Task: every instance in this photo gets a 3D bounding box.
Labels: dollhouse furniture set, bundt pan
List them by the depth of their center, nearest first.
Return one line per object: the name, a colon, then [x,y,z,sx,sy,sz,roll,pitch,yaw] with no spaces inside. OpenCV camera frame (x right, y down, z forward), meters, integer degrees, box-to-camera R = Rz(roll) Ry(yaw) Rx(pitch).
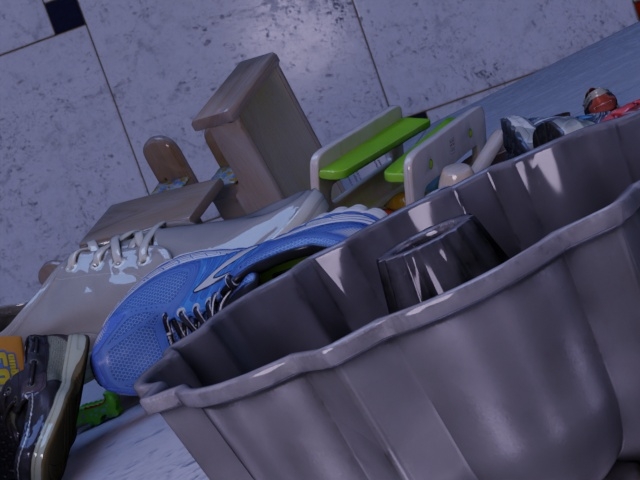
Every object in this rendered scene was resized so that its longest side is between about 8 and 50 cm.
bundt pan: [0.078,0.052,0.653,0.331,0.124,0.331,-26,7,3]
dollhouse furniture set: [-0.201,-0.082,1.910,0.394,0.256,0.362,-12,29,32]

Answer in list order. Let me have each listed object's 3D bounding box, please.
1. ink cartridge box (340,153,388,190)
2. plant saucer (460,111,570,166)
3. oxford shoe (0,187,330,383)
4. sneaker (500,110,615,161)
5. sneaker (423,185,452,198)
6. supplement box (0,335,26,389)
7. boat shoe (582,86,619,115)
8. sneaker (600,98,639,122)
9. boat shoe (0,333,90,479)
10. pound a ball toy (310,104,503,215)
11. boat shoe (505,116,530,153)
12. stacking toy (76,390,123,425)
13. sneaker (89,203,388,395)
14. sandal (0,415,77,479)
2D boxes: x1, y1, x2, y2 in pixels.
ink cartridge box: [0.003,-0.092,2.200,0.273,0.114,0.197,-25,7,12]
plant saucer: [0.273,-0.129,1.779,0.168,0.029,0.168,-27,5,3]
oxford shoe: [-0.198,0.047,1.387,0.449,0.130,0.169,-27,7,16]
sneaker: [0.244,-0.066,1.172,0.122,0.110,0.283,-9,7,-5]
sneaker: [0.144,-0.003,1.094,0.121,0.079,0.217,-21,16,23]
supplement box: [-0.371,0.178,1.342,0.080,0.078,0.233,-2,-25,-28]
boat shoe: [0.383,-0.191,1.775,0.049,0.043,0.137,-27,5,11]
sneaker: [0.203,-0.026,0.901,0.276,0.097,0.135,-30,6,-14]
boat shoe: [-0.262,0.154,1.190,0.073,0.080,0.223,7,25,-4]
pound a ball toy: [0.129,-0.062,1.512,0.208,0.135,0.319,3,20,24]
boat shoe: [0.253,-0.116,1.545,0.068,0.072,0.190,-25,6,13]
stacking toy: [-0.158,0.120,1.404,0.221,0.052,0.167,-26,6,13]
sneaker: [-0.081,0.063,1.207,0.330,0.130,0.147,-25,4,16]
sandal: [-0.322,0.214,1.263,0.179,0.067,0.040,-29,-5,2]
